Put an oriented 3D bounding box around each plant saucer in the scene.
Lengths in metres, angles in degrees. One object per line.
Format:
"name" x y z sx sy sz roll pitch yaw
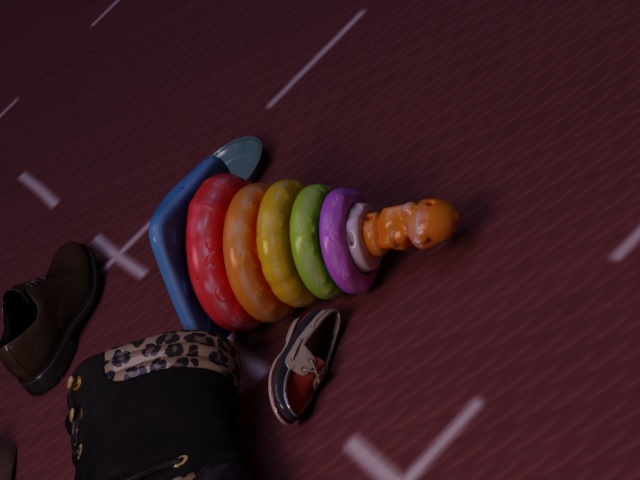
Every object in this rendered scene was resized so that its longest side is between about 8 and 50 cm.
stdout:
"plant saucer" -0.113 -0.075 1.806 0.119 0.021 0.119 -30 32 21

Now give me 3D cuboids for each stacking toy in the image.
"stacking toy" 0.000 0.000 1.478 0.302 0.165 0.175 -8 26 26

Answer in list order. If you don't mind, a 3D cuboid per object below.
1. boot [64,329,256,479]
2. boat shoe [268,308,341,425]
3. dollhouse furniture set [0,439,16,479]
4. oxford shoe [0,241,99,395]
"boot" -0.219 0.250 1.390 0.377 0.138 0.284 -28 34 15
"boat shoe" -0.013 0.117 1.420 0.043 0.049 0.137 -19 32 30
"dollhouse furniture set" -0.441 0.278 1.632 0.151 0.144 0.123 -47 22 19
"oxford shoe" -0.328 0.070 1.794 0.083 0.096 0.227 -26 32 28
